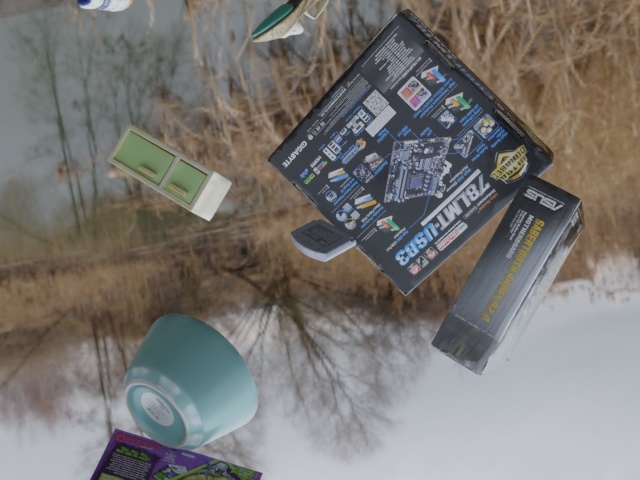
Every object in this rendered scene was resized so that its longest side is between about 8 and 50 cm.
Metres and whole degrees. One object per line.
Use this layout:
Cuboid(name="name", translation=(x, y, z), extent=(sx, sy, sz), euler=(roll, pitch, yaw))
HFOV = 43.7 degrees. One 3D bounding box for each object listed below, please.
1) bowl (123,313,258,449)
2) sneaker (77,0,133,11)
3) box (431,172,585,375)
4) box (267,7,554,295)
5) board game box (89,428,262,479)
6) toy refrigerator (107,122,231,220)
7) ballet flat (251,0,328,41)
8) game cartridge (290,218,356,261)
Cuboid(name="bowl", translation=(-0.307, 0.333, 1.744), extent=(0.311, 0.312, 0.163), euler=(-13, -159, 41))
Cuboid(name="sneaker", translation=(-0.454, -0.526, 1.403), extent=(0.112, 0.296, 0.131), euler=(-47, 176, 31))
Cuboid(name="box", translation=(0.200, 0.039, 0.816), extent=(0.056, 0.183, 0.231), euler=(29, -176, 19))
Cuboid(name="box", translation=(0.123, -0.119, 1.144), extent=(0.295, 0.293, 0.073), euler=(-46, -177, 26))
Cuboid(name="board game box", translation=(-0.317, 0.543, 1.711), extent=(0.346, 0.208, 0.056), euler=(16, 135, 3))
Cuboid(name="toy refrigerator", translation=(-0.340, -0.155, 1.782), extent=(0.269, 0.102, 0.094), euler=(30, 179, 25))
Cuboid(name="ballet flat", translation=(-0.041, -0.436, 1.524), extent=(0.206, 0.067, 0.073), euler=(-44, -148, 0))
Cuboid(name="game cartridge", translation=(0.000, 0.000, 1.020), extent=(0.056, 0.017, 0.083), euler=(-24, -148, -25))
